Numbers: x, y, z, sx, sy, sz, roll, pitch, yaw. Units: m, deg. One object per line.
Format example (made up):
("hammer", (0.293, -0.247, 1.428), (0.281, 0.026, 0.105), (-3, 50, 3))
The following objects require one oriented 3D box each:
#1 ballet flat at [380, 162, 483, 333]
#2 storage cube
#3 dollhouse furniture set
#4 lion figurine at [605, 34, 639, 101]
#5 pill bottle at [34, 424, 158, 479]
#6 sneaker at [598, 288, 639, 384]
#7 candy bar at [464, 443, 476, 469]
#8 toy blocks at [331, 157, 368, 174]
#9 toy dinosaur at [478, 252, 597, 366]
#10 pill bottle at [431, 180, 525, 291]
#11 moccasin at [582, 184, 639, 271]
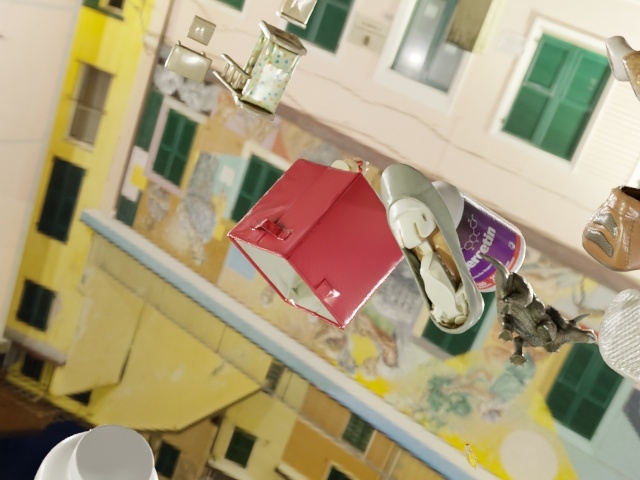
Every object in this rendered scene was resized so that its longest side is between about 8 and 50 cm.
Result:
("ballet flat", (0.126, 0.010, 0.966), (0.213, 0.072, 0.068), (63, -150, -3))
("storage cube", (0.000, 0.000, 1.399), (0.183, 0.193, 0.215), (19, 152, 51))
("dollhouse furniture set", (-0.103, -0.285, 1.141), (0.161, 0.182, 0.101), (20, -160, -21))
("lion figurine", (0.290, -0.237, 0.558), (0.240, 0.392, 0.142), (-17, 160, 18))
("pill bottle", (-0.288, 0.331, 1.018), (0.146, 0.264, 0.146), (19, -140, -17))
("sneaker", (0.576, 0.203, 1.349), (0.150, 0.135, 0.366), (29, -164, -13))
("candy bar", (0.375, 0.539, 2.083), (0.018, 0.040, 0.161), (-7, 175, 4))
("toy blocks", (0.061, -0.175, 2.217), (0.148, 0.123, 0.054), (-16, -104, -58))
("toy dinosaur", (0.388, 0.136, 1.607), (0.313, 0.121, 0.160), (40, -149, -10))
("pill bottle", (0.311, -0.018, 1.925), (0.323, 0.181, 0.181), (29, -168, -30))
("moccasin", (0.565, -0.043, 1.277), (0.380, 0.147, 0.139), (0, -148, -26))
